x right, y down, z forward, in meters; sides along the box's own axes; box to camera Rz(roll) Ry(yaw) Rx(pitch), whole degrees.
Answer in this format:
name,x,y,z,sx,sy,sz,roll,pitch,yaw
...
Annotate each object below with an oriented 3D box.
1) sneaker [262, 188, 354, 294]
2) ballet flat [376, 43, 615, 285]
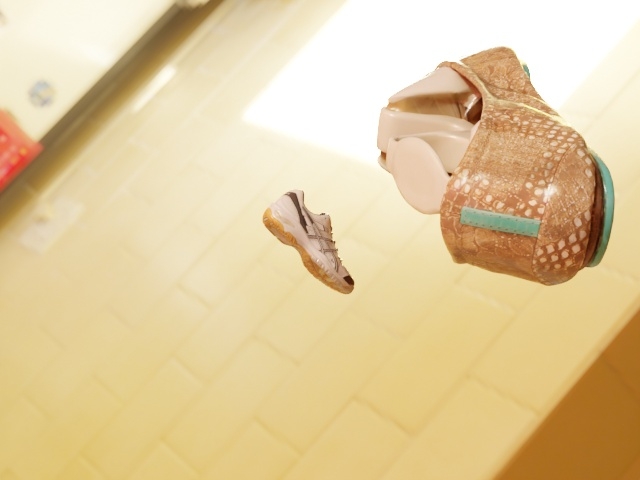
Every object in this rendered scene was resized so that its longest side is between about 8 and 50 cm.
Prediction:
name,x,y,z,sx,sy,sz,roll,pitch,yaw
sneaker,0.000,0.000,1.000,0.083,0.037,0.032,48,160,-17
ballet flat,0.057,-0.040,0.584,0.067,0.073,0.206,6,-166,-8
